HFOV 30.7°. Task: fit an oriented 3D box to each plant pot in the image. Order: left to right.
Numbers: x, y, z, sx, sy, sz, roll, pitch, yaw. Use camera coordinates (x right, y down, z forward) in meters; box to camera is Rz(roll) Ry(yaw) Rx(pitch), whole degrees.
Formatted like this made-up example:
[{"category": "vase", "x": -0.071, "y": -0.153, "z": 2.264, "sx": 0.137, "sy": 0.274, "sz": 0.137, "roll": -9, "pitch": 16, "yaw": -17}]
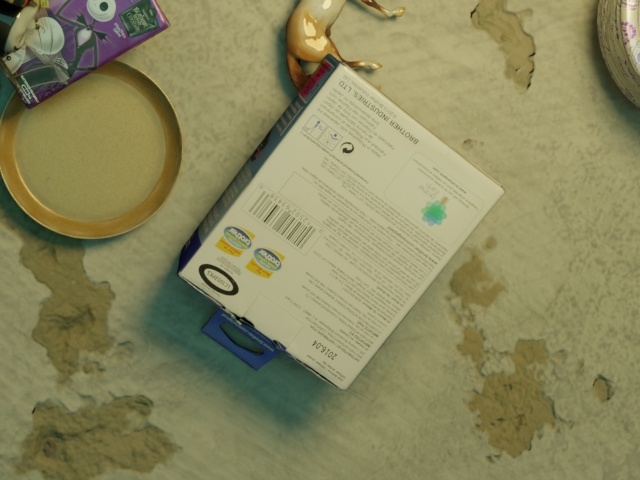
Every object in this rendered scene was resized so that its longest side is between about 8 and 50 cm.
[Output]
[{"category": "plant pot", "x": -0.297, "y": -0.120, "z": 1.508, "sx": 0.236, "sy": 0.032, "sz": 0.236, "roll": -1, "pitch": 93, "yaw": -12}]

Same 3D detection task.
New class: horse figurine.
[{"category": "horse figurine", "x": 0.020, "y": -0.296, "z": 1.546, "sx": 0.174, "sy": 0.066, "sz": 0.263, "roll": 20, "pitch": 88, "yaw": -14}]

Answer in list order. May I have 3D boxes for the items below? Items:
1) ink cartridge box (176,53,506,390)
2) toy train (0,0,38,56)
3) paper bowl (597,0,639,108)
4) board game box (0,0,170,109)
[{"category": "ink cartridge box", "x": 0.000, "y": 0.000, "z": 1.494, "sx": 0.270, "sy": 0.151, "sz": 0.395, "roll": 37, "pitch": 96, "yaw": -11}, {"category": "toy train", "x": -0.460, "y": -0.340, "z": 1.316, "sx": 0.334, "sy": 0.142, "sz": 0.190, "roll": 23, "pitch": 112, "yaw": -12}, {"category": "paper bowl", "x": 0.518, "y": -0.301, "z": 1.605, "sx": 0.284, "sy": 0.148, "sz": 0.284, "roll": -1, "pitch": 94, "yaw": -12}, {"category": "board game box", "x": -0.358, "y": -0.359, "z": 1.405, "sx": 0.208, "sy": 0.056, "sz": 0.347, "roll": -32, "pitch": 103, "yaw": -2}]
